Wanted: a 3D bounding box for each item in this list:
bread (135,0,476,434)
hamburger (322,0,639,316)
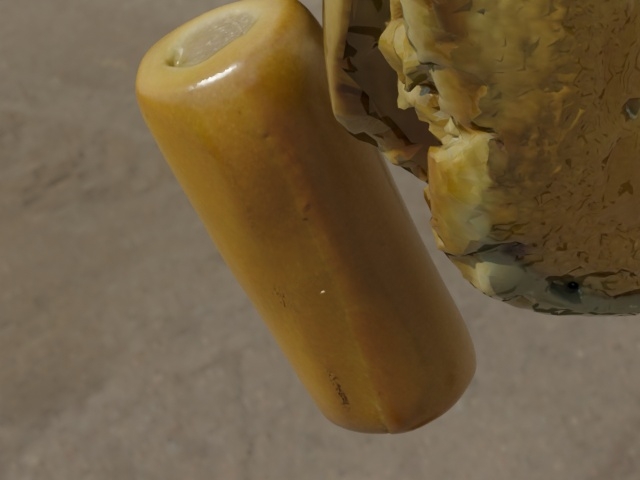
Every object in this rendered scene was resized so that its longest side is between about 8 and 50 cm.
[{"bbox_3d":[0.000,0.000,0.909,0.092,0.239,0.074,-22,32,10],"label":"bread"},{"bbox_3d":[0.141,-0.112,0.667,0.318,0.319,0.158,-24,44,-1],"label":"hamburger"}]
